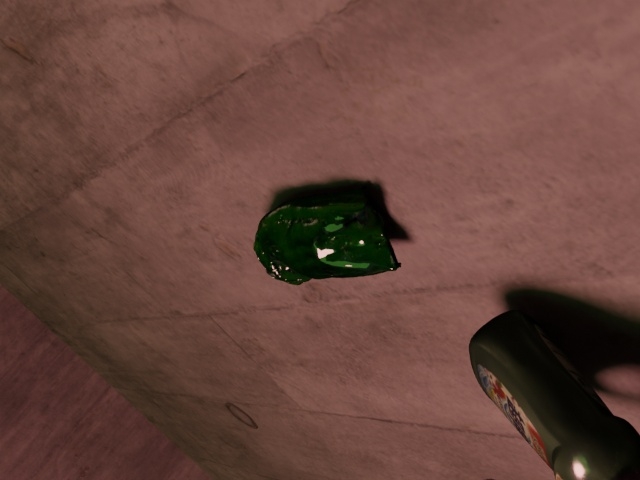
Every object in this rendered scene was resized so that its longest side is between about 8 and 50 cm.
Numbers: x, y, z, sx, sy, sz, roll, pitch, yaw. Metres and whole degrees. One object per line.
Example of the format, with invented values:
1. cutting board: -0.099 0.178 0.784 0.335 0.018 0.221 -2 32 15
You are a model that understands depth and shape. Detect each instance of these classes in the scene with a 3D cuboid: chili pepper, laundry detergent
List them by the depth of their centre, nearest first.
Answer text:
1. laundry detergent: 0.208 0.158 0.700 0.144 0.078 0.221 56 179 -37
2. chili pepper: -0.001 0.001 0.850 0.098 0.061 0.224 53 154 -12
